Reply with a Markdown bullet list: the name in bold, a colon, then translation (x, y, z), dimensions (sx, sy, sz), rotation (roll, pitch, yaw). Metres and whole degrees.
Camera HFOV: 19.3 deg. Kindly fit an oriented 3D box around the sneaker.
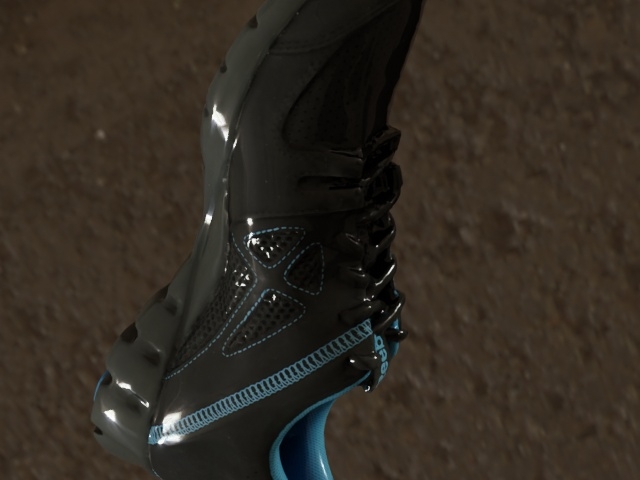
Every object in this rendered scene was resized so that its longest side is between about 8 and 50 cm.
- **sneaker**: translation (0.000, 0.000, 0.988), dimensions (0.139, 0.341, 0.125), rotation (32, 28, 21)
